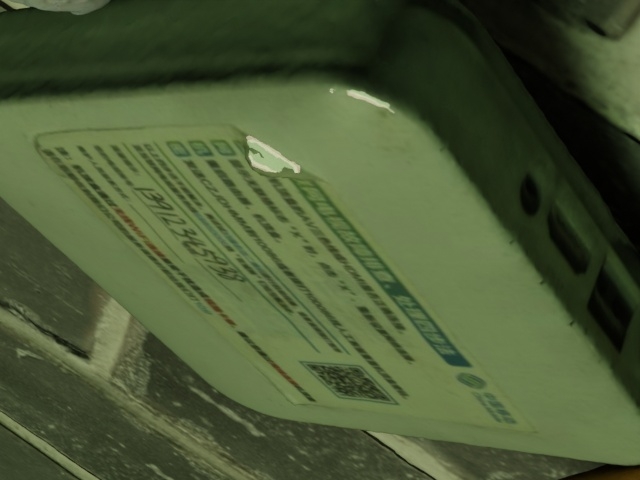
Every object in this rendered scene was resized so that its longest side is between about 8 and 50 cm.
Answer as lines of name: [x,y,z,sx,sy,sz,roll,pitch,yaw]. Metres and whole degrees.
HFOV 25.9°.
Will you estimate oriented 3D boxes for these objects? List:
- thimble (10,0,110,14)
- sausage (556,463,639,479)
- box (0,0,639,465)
thimble: [-0.151,-0.213,0.775,0.127,0.151,0.118,1,151,-22]
sausage: [0.260,0.172,0.889,0.328,0.112,0.112,-27,113,37]
box: [0.001,0.000,0.891,0.396,0.111,0.396,2,147,40]
